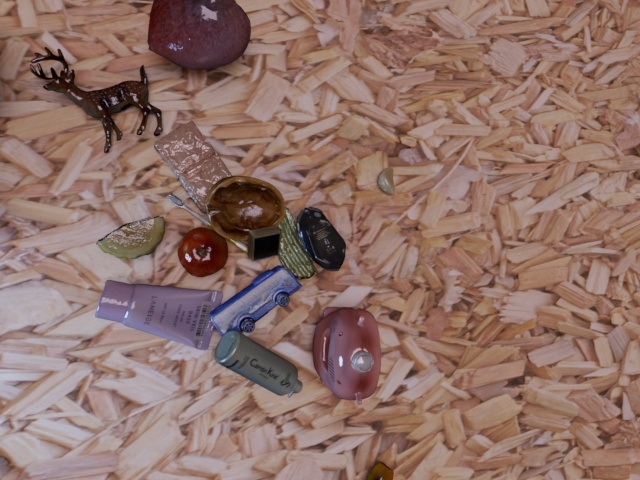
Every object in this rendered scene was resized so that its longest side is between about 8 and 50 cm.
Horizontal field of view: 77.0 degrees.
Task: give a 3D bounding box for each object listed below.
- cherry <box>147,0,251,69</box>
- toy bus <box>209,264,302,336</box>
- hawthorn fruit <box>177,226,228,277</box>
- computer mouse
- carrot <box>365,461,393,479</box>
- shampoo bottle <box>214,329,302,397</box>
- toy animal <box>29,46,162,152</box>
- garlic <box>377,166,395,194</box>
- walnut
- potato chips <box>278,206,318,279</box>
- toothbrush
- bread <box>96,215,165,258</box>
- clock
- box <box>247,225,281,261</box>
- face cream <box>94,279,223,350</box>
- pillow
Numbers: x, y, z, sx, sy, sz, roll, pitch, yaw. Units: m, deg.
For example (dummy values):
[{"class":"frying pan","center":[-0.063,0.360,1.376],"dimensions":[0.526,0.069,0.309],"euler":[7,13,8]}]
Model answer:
[{"class":"cherry","center":[-0.303,-0.538,1.009],"dimensions":[0.240,0.206,0.238],"euler":[4,109,12]},{"class":"toy bus","center":[-0.164,0.155,1.025],"dimensions":[0.237,0.079,0.094],"euler":[-36,109,-14]},{"class":"hawthorn fruit","center":[-0.296,0.031,0.995],"dimensions":[0.125,0.140,0.124],"euler":[3,106,12]},{"class":"computer mouse","center":[0.000,0.000,1.095],"dimensions":[0.106,0.062,0.192],"euler":[-23,80,-31]},{"class":"carrot","center":[0.095,0.737,1.056],"dimensions":[0.066,0.066,0.314],"euler":[36,79,-8]},{"class":"shampoo bottle","center":[-0.137,0.316,0.997],"dimensions":[0.262,0.085,0.085],"euler":[42,76,-32]},{"class":"toy animal","center":[-0.543,-0.355,0.999],"dimensions":[0.244,0.087,0.259],"euler":[-24,89,-28]},{"class":"garlic","center":[0.194,-0.175,1.173],"dimensions":[0.053,0.041,0.083],"euler":[7,76,-18]},{"class":"walnut","center":[-0.200,-0.088,1.035],"dimensions":[0.212,0.087,0.166],"euler":[7,106,-33]},{"class":"potato chips","center":[-0.080,0.013,1.093],"dimensions":[0.092,0.028,0.207],"euler":[-26,93,-16]},{"class":"toothbrush","center":[-0.274,-0.033,1.052],"dimensions":[0.288,0.024,0.021],"euler":[36,75,-9]},{"class":"bread","center":[-0.443,-0.005,0.978],"dimensions":[0.157,0.083,0.094],"euler":[-39,98,-12]},{"class":"clock","center":[0.064,0.279,1.000],"dimensions":[0.143,0.241,0.226],"euler":[4,85,-10]},{"class":"box","center":[-0.147,0.010,1.043],"dimensions":[0.080,0.035,0.083],"euler":[-14,129,-30]},{"class":"face cream","center":[-0.389,0.172,0.982],"dimensions":[0.274,0.096,0.153],"euler":[17,78,-25]},{"class":"pillow","center":[-0.318,-0.193,1.049],"dimensions":[0.126,0.043,0.232],"euler":[-36,92,-19]}]
